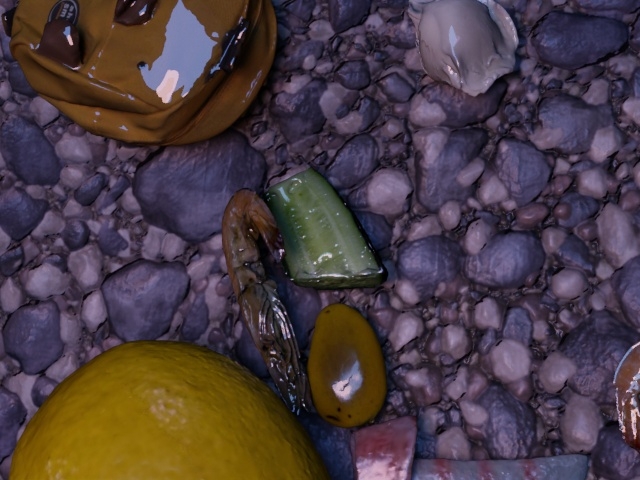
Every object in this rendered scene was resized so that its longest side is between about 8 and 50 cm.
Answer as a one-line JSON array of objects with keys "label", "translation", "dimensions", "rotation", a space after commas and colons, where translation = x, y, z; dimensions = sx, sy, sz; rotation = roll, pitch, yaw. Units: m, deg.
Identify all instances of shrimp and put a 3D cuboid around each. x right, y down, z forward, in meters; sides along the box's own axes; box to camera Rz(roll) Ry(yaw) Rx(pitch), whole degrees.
[{"label": "shrimp", "translation": [-0.062, 0.064, 0.962], "dimensions": [0.058, 0.169, 0.296], "rotation": [-12, 59, -25]}, {"label": "shrimp", "translation": [0.420, 0.221, 0.890], "dimensions": [0.143, 0.052, 0.251], "rotation": [-7, 70, 22]}]

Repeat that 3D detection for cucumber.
[{"label": "cucumber", "translation": [0.000, 0.000, 1.012], "dimensions": [0.115, 0.086, 0.193], "rotation": [-31, 68, 5]}]

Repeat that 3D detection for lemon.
[{"label": "lemon", "translation": [-0.183, 0.271, 0.866], "dimensions": [0.364, 0.364, 0.364], "rotation": [-3, 79, 13]}]

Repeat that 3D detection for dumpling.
[{"label": "dumpling", "translation": [0.190, -0.265, 1.011], "dimensions": [0.127, 0.108, 0.188], "rotation": [-12, 60, -15]}]

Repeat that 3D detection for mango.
[{"label": "mango", "translation": [0.030, 0.155, 0.979], "dimensions": [0.103, 0.076, 0.161], "rotation": [-14, 68, 17]}]

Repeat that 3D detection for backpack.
[{"label": "backpack", "translation": [-0.243, -0.308, 1.067], "dimensions": [0.378, 0.201, 0.354], "rotation": [21, 89, 19]}]

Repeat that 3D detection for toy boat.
[{"label": "toy boat", "translation": [0.177, 0.309, 0.920], "dimensions": [0.282, 0.096, 0.206], "rotation": [-3, 85, 0]}]
